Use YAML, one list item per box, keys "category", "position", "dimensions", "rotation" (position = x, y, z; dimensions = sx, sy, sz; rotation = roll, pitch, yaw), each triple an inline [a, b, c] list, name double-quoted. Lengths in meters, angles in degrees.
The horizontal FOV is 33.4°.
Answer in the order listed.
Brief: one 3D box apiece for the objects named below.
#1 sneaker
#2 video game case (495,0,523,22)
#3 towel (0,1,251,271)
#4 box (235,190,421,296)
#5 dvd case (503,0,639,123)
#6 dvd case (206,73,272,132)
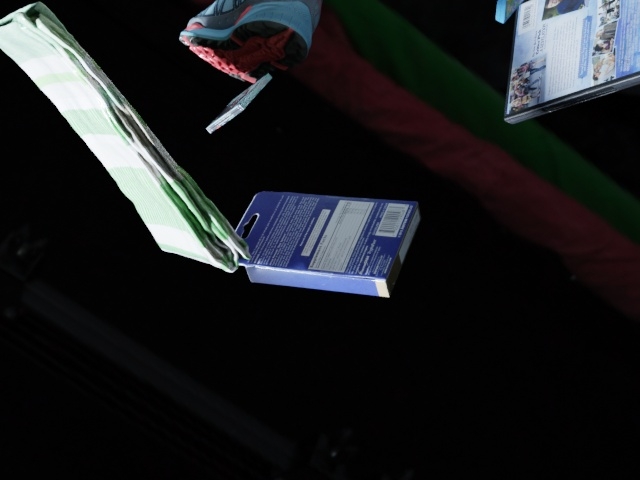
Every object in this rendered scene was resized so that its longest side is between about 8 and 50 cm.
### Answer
- category: "sneaker"
  position: [-0.070, -0.266, 1.268]
  dimensions: [0.104, 0.261, 0.125]
  rotation: [33, -105, -31]
- category: "video game case"
  position: [0.277, -0.369, 1.353]
  dimensions: [0.015, 0.119, 0.166]
  rotation: [32, -115, 22]
- category: "towel"
  position: [-0.221, -0.103, 1.122]
  dimensions: [0.038, 0.248, 0.325]
  rotation: [-44, -69, -15]
- category: "box"
  position: [0.000, 0.000, 1.335]
  dimensions: [0.225, 0.037, 0.136]
  rotation: [6, -132, 23]
- category: "dvd case"
  position: [0.343, -0.263, 1.386]
  dimensions: [0.022, 0.253, 0.181]
  rotation: [20, -110, -33]
- category: "dvd case"
  position: [-0.134, -0.225, 1.755]
  dimensions: [0.013, 0.119, 0.087]
  rotation: [47, -123, -15]
